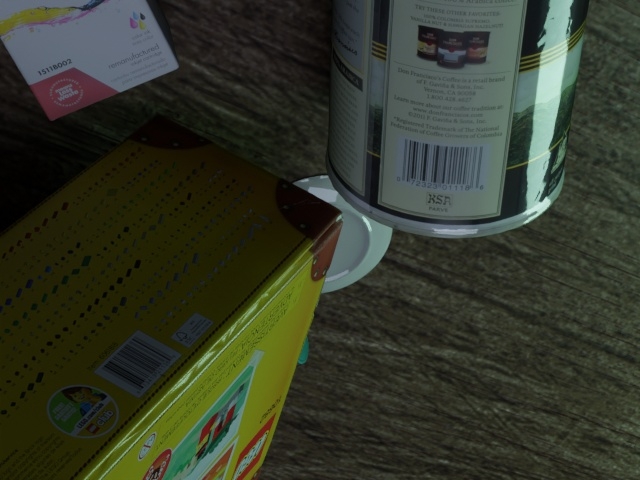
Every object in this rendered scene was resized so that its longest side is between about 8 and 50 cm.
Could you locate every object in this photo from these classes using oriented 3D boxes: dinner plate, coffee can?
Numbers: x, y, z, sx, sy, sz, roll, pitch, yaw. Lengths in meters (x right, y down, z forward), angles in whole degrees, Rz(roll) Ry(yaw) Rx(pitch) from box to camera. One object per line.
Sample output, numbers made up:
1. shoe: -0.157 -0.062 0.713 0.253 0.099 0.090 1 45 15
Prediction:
1. dinner plate: 0.000 0.000 1.353 0.141 0.017 0.141 -6 128 -8
2. coffee can: 0.105 -0.170 1.124 0.201 0.201 0.275 -6 130 -10

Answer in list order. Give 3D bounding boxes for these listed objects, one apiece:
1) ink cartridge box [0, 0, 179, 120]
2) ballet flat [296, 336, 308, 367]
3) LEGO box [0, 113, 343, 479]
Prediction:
1. ink cartridge box: -0.201 -0.201 1.105 0.115 0.067 0.198 -23 130 4
2. ballet flat: -0.074 0.057 1.346 0.074 0.074 0.203 -23 136 4
3. LEGO box: -0.212 0.186 1.116 0.193 0.500 0.372 29 128 13
